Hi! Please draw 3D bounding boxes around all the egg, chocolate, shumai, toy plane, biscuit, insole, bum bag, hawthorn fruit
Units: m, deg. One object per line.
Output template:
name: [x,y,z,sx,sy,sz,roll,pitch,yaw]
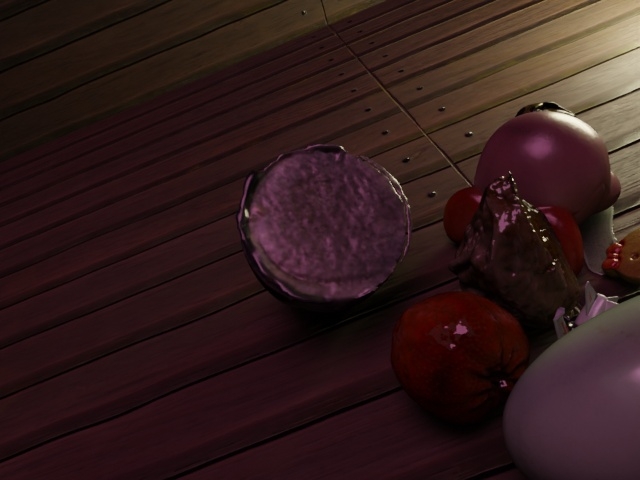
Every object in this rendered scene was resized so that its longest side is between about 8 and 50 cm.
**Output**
egg: [0.382,0.173,0.542,0.370,0.230,0.230,-24,37,10]
chocolate: [0.000,0.000,0.940,0.302,0.213,0.304,2,67,-5]
shumai: [0.260,0.042,0.762,0.185,0.218,0.184,-28,42,33]
toy plane: [0.354,0.146,0.687,0.171,0.162,0.065,-65,29,6]
biscuit: [0.528,0.019,0.733,0.166,0.036,0.225,-43,20,-8]
insole: [0.487,-0.023,0.899,0.080,0.003,0.232,-6,41,21]
bum bag: [0.475,-0.222,0.999,0.106,0.232,0.060,14,96,46]
hawthorn fruit: [0.182,0.155,0.719,0.179,0.179,0.200,-38,26,-18]

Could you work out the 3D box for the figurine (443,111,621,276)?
figurine: [0.376,-0.108,0.881,0.261,0.211,0.269,-40,41,-19]
